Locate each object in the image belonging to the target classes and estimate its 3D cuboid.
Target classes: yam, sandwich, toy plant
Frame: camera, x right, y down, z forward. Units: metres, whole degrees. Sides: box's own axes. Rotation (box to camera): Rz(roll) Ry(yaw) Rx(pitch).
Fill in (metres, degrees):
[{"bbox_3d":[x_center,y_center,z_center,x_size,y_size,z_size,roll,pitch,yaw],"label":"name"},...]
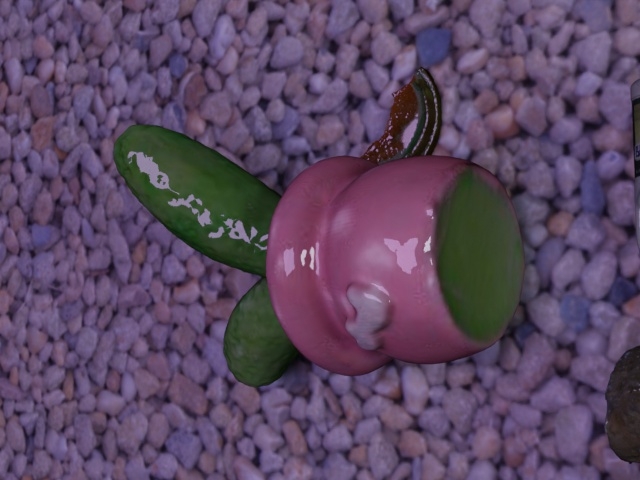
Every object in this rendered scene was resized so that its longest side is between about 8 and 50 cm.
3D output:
[{"bbox_3d":[0.321,0.122,1.014,0.194,0.107,0.107,-17,76,43],"label":"yam"},{"bbox_3d":[0.086,-0.111,1.298,0.067,0.029,0.135,28,101,31],"label":"sandwich"},{"bbox_3d":[0.002,0.002,1.221,0.356,0.210,0.317,1,127,44],"label":"toy plant"}]

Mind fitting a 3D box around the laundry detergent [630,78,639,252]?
[{"bbox_3d":[0.325,-0.034,1.112,0.099,0.070,0.225,-4,85,27],"label":"laundry detergent"}]
